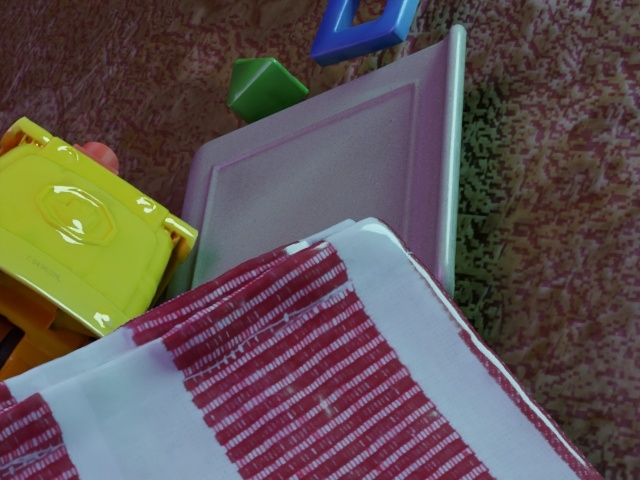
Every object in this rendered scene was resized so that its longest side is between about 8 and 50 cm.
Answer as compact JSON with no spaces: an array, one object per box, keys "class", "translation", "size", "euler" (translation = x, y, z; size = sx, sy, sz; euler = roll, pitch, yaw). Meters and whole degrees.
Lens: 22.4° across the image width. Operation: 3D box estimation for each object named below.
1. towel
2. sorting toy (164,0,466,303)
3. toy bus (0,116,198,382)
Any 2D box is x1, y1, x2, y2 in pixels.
[{"class":"towel","translation":[-0.040,0.132,0.517],"size":[0.329,0.037,0.237],"euler":[-25,62,-29]},{"class":"sorting toy","translation":[0.000,0.000,0.815],"size":[0.196,0.047,0.347],"euler":[-24,41,32]},{"class":"toy bus","translation":[-0.163,0.046,0.842],"size":[0.220,0.149,0.211],"euler":[-54,6,33]}]
